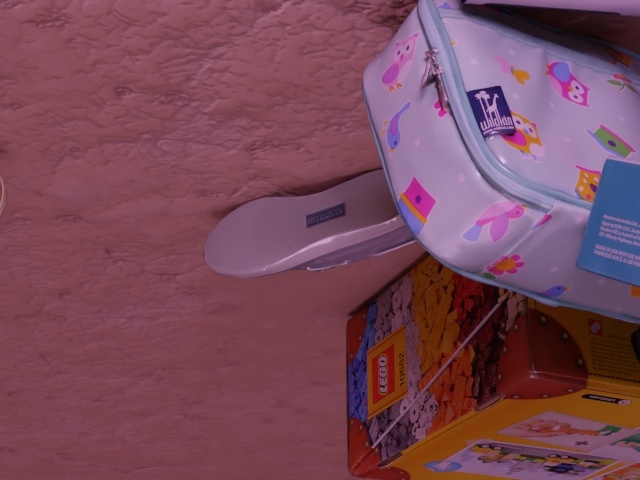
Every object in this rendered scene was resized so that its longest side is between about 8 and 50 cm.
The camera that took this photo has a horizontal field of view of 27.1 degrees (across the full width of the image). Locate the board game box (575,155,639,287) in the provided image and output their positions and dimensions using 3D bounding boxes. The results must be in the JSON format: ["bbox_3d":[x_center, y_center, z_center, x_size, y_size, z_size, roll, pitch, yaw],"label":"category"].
[{"bbox_3d":[0.369,0.036,0.808,0.336,0.079,0.254,13,-176,-29],"label":"board game box"}]

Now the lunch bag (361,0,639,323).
[{"bbox_3d":[0.168,-0.067,0.954,0.279,0.224,0.108,16,135,-30],"label":"lunch bag"}]

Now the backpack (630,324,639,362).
[{"bbox_3d":[0.401,0.019,1.121,0.191,0.225,0.253,22,134,-39],"label":"backpack"}]

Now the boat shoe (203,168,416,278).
[{"bbox_3d":[0.000,-0.001,1.249,0.227,0.079,0.081,-15,146,23],"label":"boat shoe"}]

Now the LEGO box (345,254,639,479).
[{"bbox_3d":[0.330,0.149,1.421,0.500,0.193,0.372,12,152,-22],"label":"LEGO box"}]

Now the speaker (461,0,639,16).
[{"bbox_3d":[0.165,-0.183,0.896,0.136,0.055,0.055,3,154,-6],"label":"speaker"}]

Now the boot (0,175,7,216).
[{"bbox_3d":[-0.399,-0.078,1.088,0.262,0.095,0.203,7,153,-3],"label":"boot"}]
